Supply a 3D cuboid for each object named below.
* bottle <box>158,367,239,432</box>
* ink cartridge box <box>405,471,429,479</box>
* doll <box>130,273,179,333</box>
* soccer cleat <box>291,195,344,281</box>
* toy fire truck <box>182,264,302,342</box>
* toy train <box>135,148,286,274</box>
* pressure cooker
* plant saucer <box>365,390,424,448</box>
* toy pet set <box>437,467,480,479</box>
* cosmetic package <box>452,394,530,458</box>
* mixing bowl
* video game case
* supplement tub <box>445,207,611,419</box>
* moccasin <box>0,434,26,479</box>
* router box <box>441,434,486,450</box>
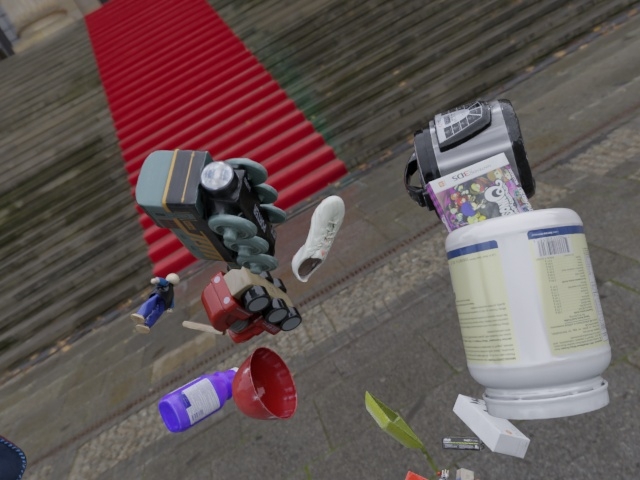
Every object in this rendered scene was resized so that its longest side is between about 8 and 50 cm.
[{"bbox_3d":[-0.349,0.470,1.777,0.092,0.118,0.283,-27,-3,40],"label":"bottle"},{"bbox_3d":[0.227,0.629,1.206,0.066,0.189,0.232,106,-172,-78],"label":"ink cartridge box"},{"bbox_3d":[-0.425,0.152,1.545,0.046,0.129,0.189,3,37,21],"label":"doll"},{"bbox_3d":[0.000,0.000,1.218,0.196,0.068,0.076,-61,25,23],"label":"soccer cleat"},{"bbox_3d":[-0.204,0.160,1.303,0.246,0.217,0.158,-37,55,7],"label":"toy fire truck"},{"bbox_3d":[-0.173,-0.042,1.000,0.190,0.142,0.334,6,-19,9],"label":"toy train"},{"bbox_3d":[0.495,-0.260,2.033,0.421,0.375,0.370,-15,-10,19],"label":"pressure cooker"},{"bbox_3d":[0.232,0.602,1.935,0.045,0.188,0.188,-48,25,-1],"label":"plant saucer"},{"bbox_3d":[0.416,0.720,1.722,0.114,0.122,0.065,117,170,-54],"label":"toy pet set"},{"bbox_3d":[0.474,0.515,1.645,0.239,0.099,0.060,-142,69,-73],"label":"cosmetic package"},{"bbox_3d":[-0.148,0.357,1.409,0.098,0.181,0.181,-29,16,21],"label":"mixing bowl"},{"bbox_3d":[0.396,-0.071,1.407,0.210,0.232,0.042,-22,-10,-9],"label":"video game case"},{"bbox_3d":[0.358,0.124,1.016,0.236,0.324,0.235,-9,-7,-1],"label":"supplement tub"},{"bbox_3d":[-0.584,0.302,0.832,0.117,0.342,0.137,-23,50,37],"label":"moccasin"},{"bbox_3d":[0.453,0.638,1.849,0.123,0.038,0.092,-7,-16,24],"label":"router box"}]
